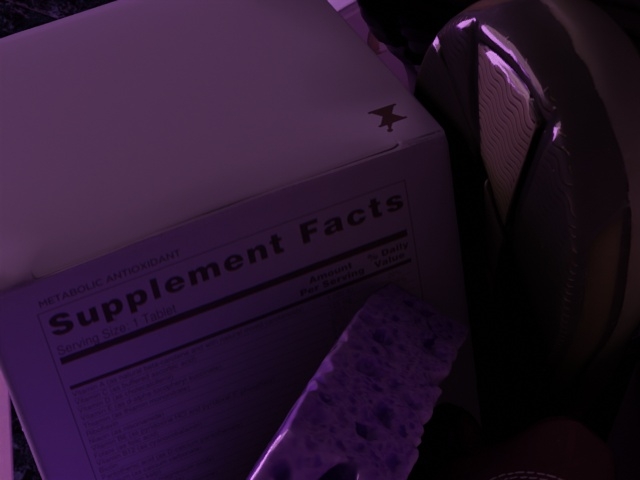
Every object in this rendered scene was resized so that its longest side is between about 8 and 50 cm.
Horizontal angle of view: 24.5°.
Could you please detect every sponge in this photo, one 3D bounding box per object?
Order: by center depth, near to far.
[{"bbox_3d":[-0.036,0.114,0.384,0.210,0.031,0.117,-58,-2,18],"label":"sponge"}]

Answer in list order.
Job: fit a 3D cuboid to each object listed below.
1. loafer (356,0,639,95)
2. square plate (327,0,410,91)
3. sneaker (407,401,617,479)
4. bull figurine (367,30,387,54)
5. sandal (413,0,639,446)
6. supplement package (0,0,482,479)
[{"bbox_3d":[0.094,-0.107,0.551,0.366,0.134,0.130,81,-151,-82],"label":"loafer"},{"bbox_3d":[0.088,-0.127,1.143,0.344,0.049,0.347,-37,-26,-21],"label":"square plate"},{"bbox_3d":[0.022,0.150,0.438,0.162,0.106,0.281,-59,0,-43],"label":"sneaker"},{"bbox_3d":[0.092,-0.038,0.943,0.101,0.188,0.310,31,-94,-52],"label":"bull figurine"},{"bbox_3d":[0.079,0.004,0.488,0.086,0.120,0.303,-24,-10,-9],"label":"sandal"},{"bbox_3d":[-0.031,0.051,0.501,0.134,0.139,0.244,-125,19,-50],"label":"supplement package"}]
